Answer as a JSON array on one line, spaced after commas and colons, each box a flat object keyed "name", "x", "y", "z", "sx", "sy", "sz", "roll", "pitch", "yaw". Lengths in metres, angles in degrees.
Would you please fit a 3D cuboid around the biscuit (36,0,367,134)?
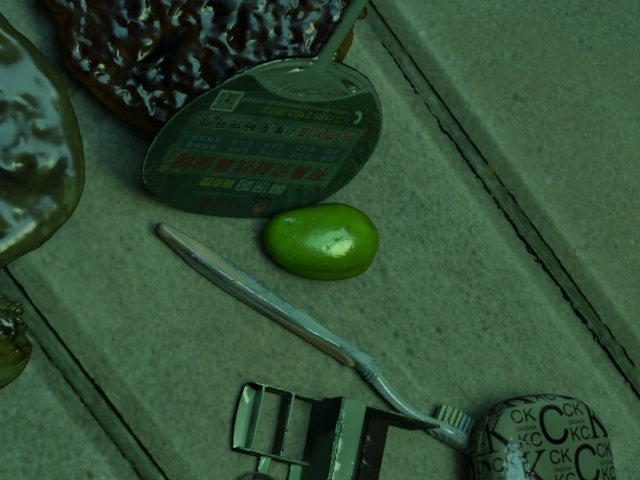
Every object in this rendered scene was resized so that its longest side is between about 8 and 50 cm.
[{"name": "biscuit", "x": -0.094, "y": -0.252, "z": 1.756, "sx": 0.289, "sy": 0.081, "sz": 0.334, "roll": 28, "pitch": 90, "yaw": -2}]

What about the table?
[{"name": "table", "x": 0.006, "y": 0.214, "z": 1.768, "sx": 0.175, "sy": 0.062, "sz": 0.146, "roll": 17, "pitch": 74, "yaw": -23}]

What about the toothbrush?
[{"name": "toothbrush", "x": 0.004, "y": 0.091, "z": 1.806, "sx": 0.375, "sy": 0.028, "sz": 0.037, "roll": 34, "pitch": 63, "yaw": -15}]

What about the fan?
[{"name": "fan", "x": -0.049, "y": -0.110, "z": 1.704, "sx": 0.223, "sy": 0.294, "sz": 0.012, "roll": -15, "pitch": 54, "yaw": -13}]

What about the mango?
[{"name": "mango", "x": 0.000, "y": 0.000, "z": 1.808, "sx": 0.108, "sy": 0.056, "sz": 0.073, "roll": 7, "pitch": 75, "yaw": -11}]

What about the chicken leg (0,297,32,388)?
[{"name": "chicken leg", "x": -0.343, "y": 0.083, "z": 1.620, "sx": 0.228, "sy": 0.103, "sz": 0.088, "roll": 1, "pitch": 43, "yaw": -22}]

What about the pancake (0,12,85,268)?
[{"name": "pancake", "x": -0.343, "y": -0.091, "z": 1.677, "sx": 0.294, "sy": 0.049, "sz": 0.294, "roll": 5, "pitch": 77, "yaw": -22}]

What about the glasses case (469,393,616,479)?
[{"name": "glasses case", "x": 0.210, "y": 0.318, "z": 1.821, "sx": 0.137, "sy": 0.085, "sz": 0.354, "roll": 2, "pitch": 83, "yaw": -29}]
